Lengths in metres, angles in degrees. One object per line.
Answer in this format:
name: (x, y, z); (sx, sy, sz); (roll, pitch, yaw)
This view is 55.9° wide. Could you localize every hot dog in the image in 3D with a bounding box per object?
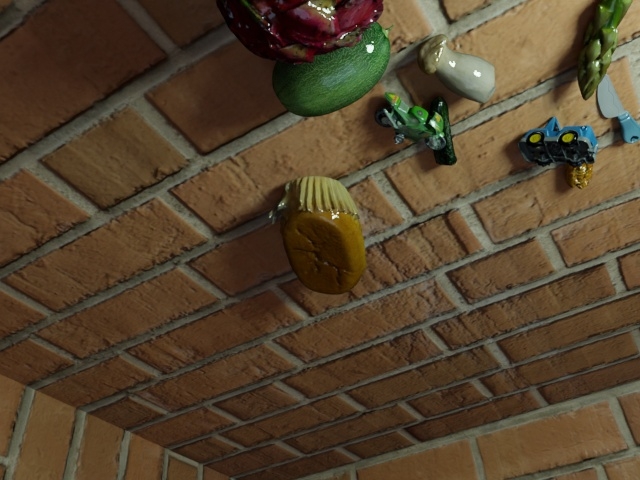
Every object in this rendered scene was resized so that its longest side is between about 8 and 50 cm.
hot dog: (0.705, -0.205, 1.636); (0.072, 0.055, 0.188); (-15, 137, 9)

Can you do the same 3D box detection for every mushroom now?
mushroom: (0.317, -0.384, 1.366); (0.212, 0.088, 0.097); (26, 121, -23)

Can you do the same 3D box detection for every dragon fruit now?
dragon fruit: (-0.036, -0.469, 1.062); (0.329, 0.329, 0.329); (-3, 139, -3)

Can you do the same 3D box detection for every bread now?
bread: (0.012, -0.003, 1.699); (0.236, 0.183, 0.389); (-11, 139, 10)

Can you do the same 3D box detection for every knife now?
knife: (0.747, -0.327, 1.526); (0.058, 0.032, 0.244); (-27, 131, 35)

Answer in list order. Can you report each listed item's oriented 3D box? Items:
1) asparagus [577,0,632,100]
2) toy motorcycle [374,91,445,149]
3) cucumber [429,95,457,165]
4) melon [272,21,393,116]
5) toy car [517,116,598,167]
asparagus: (0.621, -0.444, 1.340); (0.080, 0.080, 0.287); (-5, 131, -1)
toy motorcycle: (0.225, -0.284, 1.457); (0.190, 0.074, 0.106); (25, 147, -2)
cucumber: (0.306, -0.272, 1.520); (0.058, 0.052, 0.215); (-29, 138, -6)
melon: (0.030, -0.373, 1.276); (0.287, 0.182, 0.182); (-23, 136, 21)
toy car: (0.610, -0.252, 1.531); (0.191, 0.100, 0.097); (7, 152, 42)
